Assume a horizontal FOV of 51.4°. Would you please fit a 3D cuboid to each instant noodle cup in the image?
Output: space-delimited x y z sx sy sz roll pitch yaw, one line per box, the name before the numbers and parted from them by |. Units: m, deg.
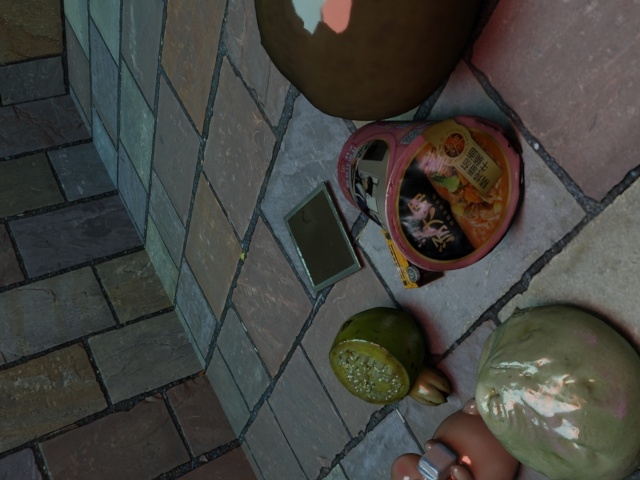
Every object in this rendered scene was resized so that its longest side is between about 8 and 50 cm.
instant noodle cup | 0.149 -0.097 1.055 0.255 0.244 0.244 -145 43 -61

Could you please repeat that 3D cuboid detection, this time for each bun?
bun | 0.329 0.238 0.966 0.283 0.179 0.283 35 136 43

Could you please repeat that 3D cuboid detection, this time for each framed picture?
framed picture | 0.000 0.000 1.580 0.273 0.016 0.216 -33 79 62

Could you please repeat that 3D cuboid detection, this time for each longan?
longan | 0.061 -0.353 0.940 0.361 0.361 0.361 39 139 45

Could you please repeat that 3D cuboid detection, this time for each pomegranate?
pomegranate | 0.148 0.221 1.326 0.241 0.159 0.190 11 130 27

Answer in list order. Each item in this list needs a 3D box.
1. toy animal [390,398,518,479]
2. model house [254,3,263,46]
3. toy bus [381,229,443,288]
toy animal | 0.232 0.450 1.222 0.195 0.256 0.213 42 152 41
model house | -0.007 -0.488 1.195 0.207 0.154 0.294 7 133 12
toy bus | 0.164 0.006 1.233 0.074 0.069 0.162 -24 87 64
